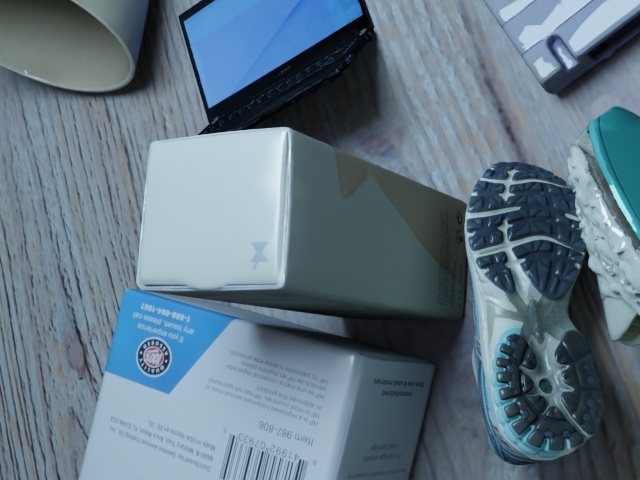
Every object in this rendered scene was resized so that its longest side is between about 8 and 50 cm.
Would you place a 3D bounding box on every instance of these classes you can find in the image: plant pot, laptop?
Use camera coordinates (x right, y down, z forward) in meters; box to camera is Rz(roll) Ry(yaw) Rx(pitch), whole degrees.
[{"bbox_3d":[-0.301,-0.362,1.134,0.257,0.256,0.273,4,68,32],"label":"plant pot"},{"bbox_3d":[-0.077,-0.212,1.015,0.234,0.264,0.136,-27,105,26],"label":"laptop"}]

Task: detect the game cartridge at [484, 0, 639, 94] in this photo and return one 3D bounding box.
[{"bbox_3d":[0.294,-0.327,0.858,0.355,0.068,0.230,-36,61,21],"label":"game cartridge"}]

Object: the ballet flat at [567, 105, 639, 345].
[{"bbox_3d":[0.304,0.079,0.746,0.147,0.147,0.408,-42,64,19],"label":"ballet flat"}]

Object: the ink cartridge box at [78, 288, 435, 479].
[{"bbox_3d":[-0.086,0.272,0.923,0.286,0.166,0.394,12,88,33],"label":"ink cartridge box"}]

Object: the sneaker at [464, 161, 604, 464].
[{"bbox_3d":[0.167,0.062,0.840,0.110,0.122,0.282,8,61,-6],"label":"sneaker"}]

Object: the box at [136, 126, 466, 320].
[{"bbox_3d":[0.000,0.000,0.830,0.148,0.311,0.121,-1,81,31],"label":"box"}]
